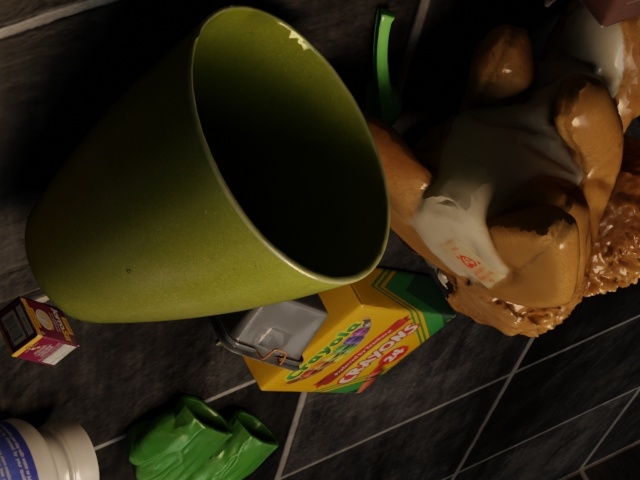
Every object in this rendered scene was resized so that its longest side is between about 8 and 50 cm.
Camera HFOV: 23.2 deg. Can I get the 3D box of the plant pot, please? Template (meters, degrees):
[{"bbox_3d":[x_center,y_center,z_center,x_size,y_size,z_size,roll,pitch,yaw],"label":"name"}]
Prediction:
[{"bbox_3d":[-0.132,-0.033,1.479,0.293,0.274,0.275,-27,162,32],"label":"plant pot"}]

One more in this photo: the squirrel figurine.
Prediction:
[{"bbox_3d":[0.268,-0.098,1.725,0.370,0.281,0.397,-53,145,-20],"label":"squirrel figurine"}]

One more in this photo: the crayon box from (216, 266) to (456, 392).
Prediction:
[{"bbox_3d":[0.026,0.125,2.171,0.202,0.081,0.318,-41,154,23],"label":"crayon box"}]

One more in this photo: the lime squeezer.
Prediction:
[{"bbox_3d":[0.022,-0.124,1.694,0.110,0.059,0.310,-5,146,-47],"label":"lime squeezer"}]

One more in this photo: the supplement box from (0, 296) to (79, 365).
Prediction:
[{"bbox_3d":[-0.318,0.103,1.745,0.043,0.055,0.083,-36,157,13],"label":"supplement box"}]

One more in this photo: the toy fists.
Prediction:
[{"bbox_3d":[-0.182,0.305,2.271,0.142,0.096,0.279,-46,153,9],"label":"toy fists"}]

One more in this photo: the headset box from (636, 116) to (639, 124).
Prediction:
[{"bbox_3d":[0.524,-0.232,1.955,0.283,0.131,0.246,-34,158,26],"label":"headset box"}]

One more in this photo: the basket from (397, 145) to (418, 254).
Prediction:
[{"bbox_3d":[0.204,-0.073,1.903,0.227,0.154,0.204,-16,136,-22],"label":"basket"}]

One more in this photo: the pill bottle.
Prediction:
[{"bbox_3d":[-0.416,0.305,1.913,0.272,0.152,0.152,-12,151,-36],"label":"pill bottle"}]

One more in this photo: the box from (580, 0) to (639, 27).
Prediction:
[{"bbox_3d":[0.364,-0.388,1.470,0.191,0.143,0.381,-21,157,-23],"label":"box"}]

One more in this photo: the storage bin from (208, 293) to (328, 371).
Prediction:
[{"bbox_3d":[-0.059,0.099,1.979,0.135,0.098,0.091,21,117,-37],"label":"storage bin"}]

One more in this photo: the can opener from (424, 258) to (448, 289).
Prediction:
[{"bbox_3d":[0.281,-0.018,2.194,0.280,0.074,0.093,-30,156,-2],"label":"can opener"}]
